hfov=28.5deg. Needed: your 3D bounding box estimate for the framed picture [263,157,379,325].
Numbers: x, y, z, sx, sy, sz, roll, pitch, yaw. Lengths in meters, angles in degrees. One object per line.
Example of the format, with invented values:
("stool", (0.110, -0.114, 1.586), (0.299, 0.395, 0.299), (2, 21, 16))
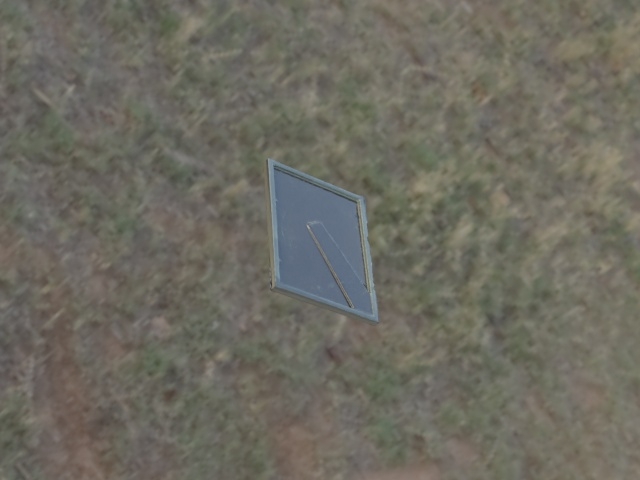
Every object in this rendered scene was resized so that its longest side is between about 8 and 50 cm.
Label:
("framed picture", (0.000, 0.000, 1.121), (0.109, 0.011, 0.149), (20, 44, -27))
